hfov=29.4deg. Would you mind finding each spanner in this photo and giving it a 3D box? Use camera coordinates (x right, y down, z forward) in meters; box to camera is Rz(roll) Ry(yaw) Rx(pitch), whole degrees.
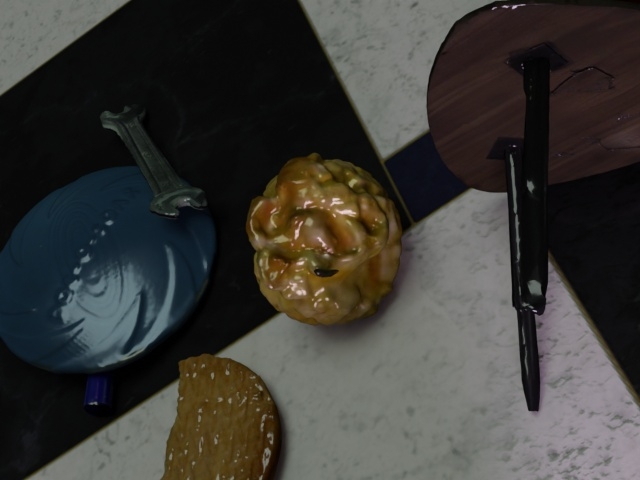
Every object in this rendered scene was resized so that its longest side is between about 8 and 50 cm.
[{"bbox_3d":[-0.211,-0.100,1.491,0.071,0.017,0.302,-15,34,-19],"label":"spanner"}]

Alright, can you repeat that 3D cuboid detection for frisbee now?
[{"bbox_3d":[-0.261,0.021,1.423,0.289,0.049,0.289,-9,54,13],"label":"frisbee"}]

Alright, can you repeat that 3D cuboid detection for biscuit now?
[{"bbox_3d":[-0.102,0.214,1.237,0.144,0.033,0.224,-15,53,23],"label":"biscuit"}]

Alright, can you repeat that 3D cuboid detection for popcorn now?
[{"bbox_3d":[0.000,0.000,1.228,0.180,0.180,0.170,-53,13,-8],"label":"popcorn"}]

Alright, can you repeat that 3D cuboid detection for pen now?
[{"bbox_3d":[-0.247,0.079,1.429,0.033,0.033,0.269,-17,52,24],"label":"pen"}]

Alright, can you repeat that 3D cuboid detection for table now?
[{"bbox_3d":[0.220,-0.022,1.012,0.317,0.317,0.249,-16,61,25],"label":"table"}]

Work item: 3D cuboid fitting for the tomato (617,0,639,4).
[{"bbox_3d":[0.333,-0.364,1.157,0.325,0.290,0.293,-37,49,5],"label":"tomato"}]
